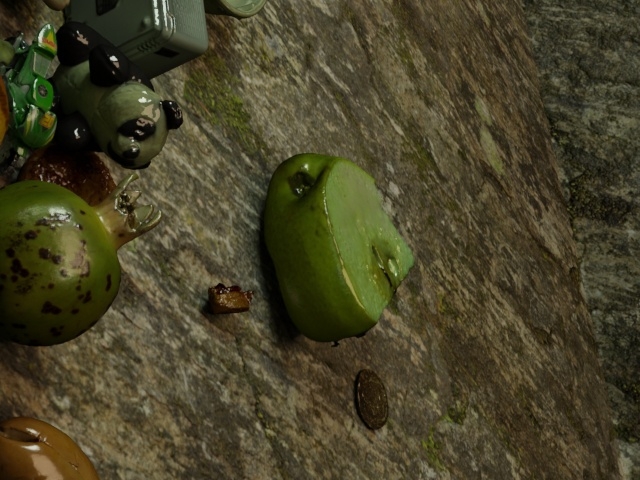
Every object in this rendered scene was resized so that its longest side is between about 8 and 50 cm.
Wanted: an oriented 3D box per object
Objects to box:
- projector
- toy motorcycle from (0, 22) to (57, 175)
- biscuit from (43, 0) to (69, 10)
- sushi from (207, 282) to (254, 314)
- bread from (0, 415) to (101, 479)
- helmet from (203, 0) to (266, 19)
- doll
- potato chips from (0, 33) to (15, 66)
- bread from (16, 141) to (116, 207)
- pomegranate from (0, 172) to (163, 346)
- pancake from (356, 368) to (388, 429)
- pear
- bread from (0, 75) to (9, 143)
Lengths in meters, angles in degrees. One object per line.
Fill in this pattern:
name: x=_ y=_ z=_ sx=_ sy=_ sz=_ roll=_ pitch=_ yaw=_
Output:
projector: x=-0.267 y=-0.354 z=1.748 sx=0.099 sy=0.192 sz=0.256 roll=12 pitch=64 yaw=-51
toy motorcycle: x=-0.372 y=-0.175 z=1.562 sx=0.074 sy=0.106 sz=0.190 roll=28 pitch=54 yaw=-52
biscuit: x=-0.422 y=-0.459 z=1.602 sx=0.325 sy=0.044 sz=0.217 roll=56 pitch=14 yaw=-42
sushi: x=-0.140 y=0.086 z=1.871 sx=0.099 sy=0.050 sz=0.047 roll=10 pitch=72 yaw=-64
bread: x=-0.311 y=0.281 z=1.469 sx=0.189 sy=0.077 sz=0.114 roll=58 pitch=37 yaw=-29
helmet: x=-0.183 y=-0.462 z=1.988 sx=0.204 sy=0.137 sz=0.257 roll=29 pitch=59 yaw=-51
doll: x=-0.276 y=-0.179 z=1.610 sx=0.135 sy=0.234 sz=0.143 roll=19 pitch=103 yaw=-41
potato chips: x=-0.513 y=-0.370 z=1.424 sx=0.389 sy=0.097 sz=0.373 roll=26 pitch=36 yaw=-48
bread: x=-0.321 y=-0.041 z=1.626 sx=0.193 sy=0.064 sz=0.193 roll=34 pitch=49 yaw=-51
pomegranate: x=-0.312 y=0.006 z=1.467 sx=0.198 sy=0.198 sz=0.246 roll=47 pitch=63 yaw=-37
pancake: x=0.092 y=0.278 z=2.197 sx=0.115 sy=0.011 sz=0.115 roll=34 pitch=48 yaw=-48
pear: x=0.000 y=0.000 z=2.034 sx=0.281 sy=0.176 sz=0.286 roll=63 pitch=27 yaw=-13
bread: x=-0.446 y=-0.129 z=1.281 sx=0.268 sy=0.268 sz=0.145 roll=40 pitch=50 yaw=-43
